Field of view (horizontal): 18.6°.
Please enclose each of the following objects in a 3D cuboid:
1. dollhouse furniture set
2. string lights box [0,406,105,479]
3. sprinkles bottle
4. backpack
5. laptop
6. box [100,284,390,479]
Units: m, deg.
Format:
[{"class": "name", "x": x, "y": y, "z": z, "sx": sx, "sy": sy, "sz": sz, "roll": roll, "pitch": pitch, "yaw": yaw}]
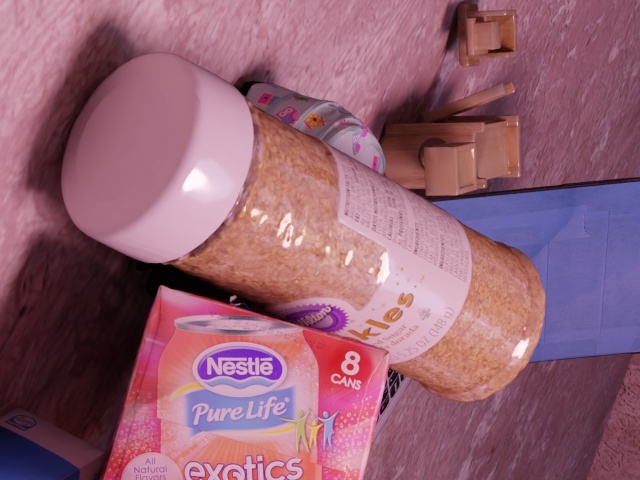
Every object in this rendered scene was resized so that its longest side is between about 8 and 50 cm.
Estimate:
[{"class": "dollhouse furniture set", "x": 0.100, "y": -0.127, "z": 1.721, "sx": 0.182, "sy": 0.101, "sz": 0.161, "roll": -16, "pitch": 105, "yaw": -66}, {"class": "string lights box", "x": -0.241, "y": 0.209, "z": 1.191, "sx": 0.260, "sy": 0.077, "sz": 0.133, "roll": -27, "pitch": 139, "yaw": -62}, {"class": "sprinkles bottle", "x": 0.000, "y": 0.000, "z": 1.265, "sx": 0.355, "sy": 0.121, "sz": 0.121, "roll": 27, "pitch": 89, "yaw": -43}, {"class": "backpack", "x": -0.036, "y": -0.019, "z": 1.394, "sx": 0.182, "sy": 0.115, "sz": 0.152, "roll": -65, "pitch": 160, "yaw": -9}, {"class": "laptop", "x": 0.146, "y": 0.137, "z": 1.915, "sx": 0.408, "sy": 0.236, "sz": 0.382, "roll": -57, "pitch": 160, "yaw": -22}, {"class": "box", "x": -0.058, "y": 0.132, "z": 1.296, "sx": 0.300, "sy": 0.154, "sz": 0.142, "roll": 122, "pitch": -16, "yaw": -80}]
